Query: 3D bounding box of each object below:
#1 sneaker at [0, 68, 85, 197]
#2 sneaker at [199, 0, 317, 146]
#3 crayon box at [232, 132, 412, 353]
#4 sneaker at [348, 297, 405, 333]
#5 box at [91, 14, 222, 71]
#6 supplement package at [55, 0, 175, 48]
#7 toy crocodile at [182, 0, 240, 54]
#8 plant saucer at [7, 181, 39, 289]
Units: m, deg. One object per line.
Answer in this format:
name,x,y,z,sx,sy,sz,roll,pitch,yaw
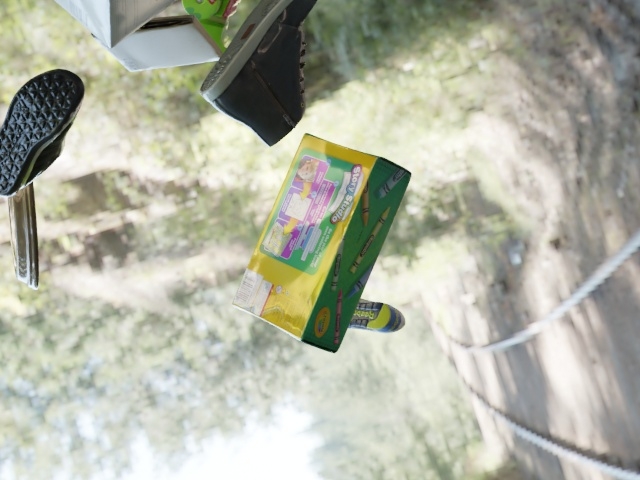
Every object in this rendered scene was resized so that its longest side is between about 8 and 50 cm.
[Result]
sneaker,-0.398,-0.158,1.817,0.084,0.235,0.097,47,-152,6
sneaker,-0.043,-0.229,1.587,0.118,0.222,0.083,41,170,-22
crayon box,0.000,0.000,1.824,0.081,0.278,0.165,24,180,-44
sneaker,0.070,0.115,1.964,0.059,0.144,0.053,15,-92,-41
box,-0.256,-0.313,2.041,0.201,0.164,0.021,44,-139,-78
supplement package,-0.257,-0.417,1.836,0.139,0.244,0.134,42,154,14
toy crocodile,-0.159,-0.478,2.178,0.115,0.105,0.341,-64,-12,-73
plant saucer,-0.555,-0.045,2.380,0.278,0.041,0.278,175,90,-75
